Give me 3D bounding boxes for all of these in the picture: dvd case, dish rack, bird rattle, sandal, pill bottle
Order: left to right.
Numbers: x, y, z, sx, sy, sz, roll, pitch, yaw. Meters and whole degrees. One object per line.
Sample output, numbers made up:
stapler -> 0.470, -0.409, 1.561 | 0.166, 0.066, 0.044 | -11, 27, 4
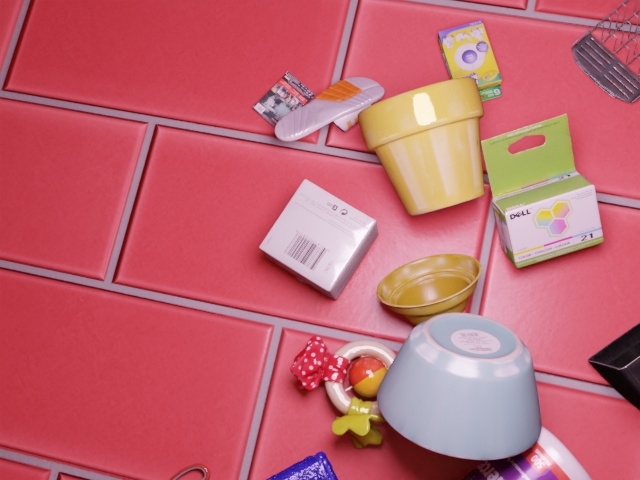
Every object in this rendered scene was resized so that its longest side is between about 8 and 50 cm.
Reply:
dvd case -> -0.084, -0.318, 1.830 | 0.087, 0.013, 0.119 | 42, 84, 14
sandal -> 0.019, -0.276, 1.775 | 0.265, 0.076, 0.102 | -29, 52, -12
bird rattle -> 0.068, 0.292, 1.639 | 0.207, 0.143, 0.253 | -28, 62, -12
pill bottle -> 0.342, 0.506, 1.500 | 0.323, 0.181, 0.181 | -40, 76, -4
dish rack -> 0.695, -0.440, 1.736 | 0.271, 0.074, 0.208 | -41, 75, -3

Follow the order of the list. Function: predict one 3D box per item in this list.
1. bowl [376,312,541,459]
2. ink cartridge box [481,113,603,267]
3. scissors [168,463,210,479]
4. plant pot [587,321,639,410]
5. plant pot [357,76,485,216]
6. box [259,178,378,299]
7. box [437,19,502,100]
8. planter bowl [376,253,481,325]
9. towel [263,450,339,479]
bowl -> 0.267, 0.244, 1.484 | 0.312, 0.311, 0.163 | 9, 113, 9
ink cartridge box -> 0.443, -0.097, 1.604 | 0.189, 0.097, 0.255 | -18, 115, 2
scissors -> -0.346, 0.573, 1.653 | 0.297, 0.021, 0.109 | -31, 78, 0
plant pot -> 0.662, 0.252, 1.533 | 0.188, 0.188, 0.167 | -34, 89, -2
plant pot -> 0.230, -0.185, 1.657 | 0.254, 0.254, 0.238 | -17, 92, 3
box -> 0.000, 0.000, 1.691 | 0.181, 0.119, 0.181 | 31, 82, 13
box -> 0.334, -0.393, 1.784 | 0.105, 0.043, 0.179 | -16, 77, 3
planter bowl -> 0.230, 0.116, 1.628 | 0.217, 0.217, 0.090 | -18, 110, 2
towel -> -0.016, 0.588, 1.542 | 0.228, 0.076, 0.308 | -23, 75, -24
